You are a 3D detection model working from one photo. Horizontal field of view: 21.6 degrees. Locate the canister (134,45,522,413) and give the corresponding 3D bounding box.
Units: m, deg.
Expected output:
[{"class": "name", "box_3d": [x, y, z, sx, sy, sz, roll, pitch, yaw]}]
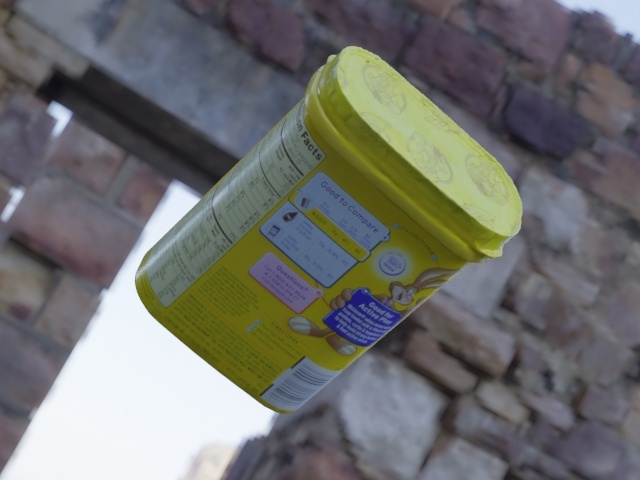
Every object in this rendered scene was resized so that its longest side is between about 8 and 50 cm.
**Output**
[{"class": "canister", "box_3d": [0.000, 0.000, 0.867, 0.126, 0.170, 0.073, 40, 29, -14]}]
